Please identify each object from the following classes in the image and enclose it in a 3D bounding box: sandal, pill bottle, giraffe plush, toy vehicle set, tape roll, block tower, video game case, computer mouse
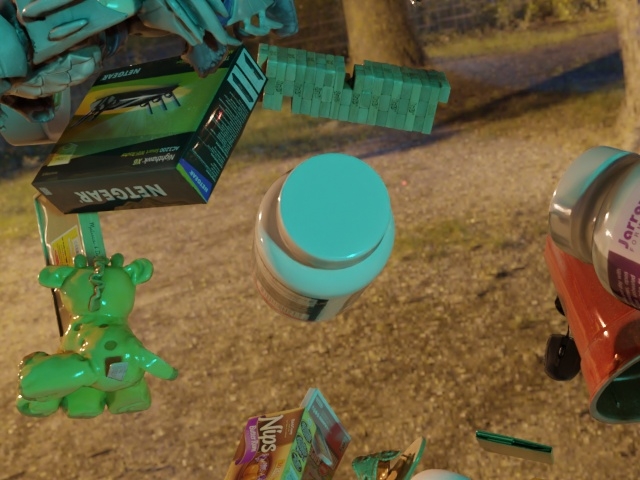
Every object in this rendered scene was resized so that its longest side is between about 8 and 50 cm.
[{"bbox_3d":[0.080,0.385,1.378,0.079,0.240,0.088,28,37,-1],"label":"sandal"},{"bbox_3d":[0.000,0.000,1.119,0.176,0.176,0.318,-14,-12,-10],"label":"pill bottle"},{"bbox_3d":[-0.277,0.108,1.043,0.181,0.170,0.210,10,-33,-35],"label":"giraffe plush"},{"bbox_3d":[-0.416,0.025,1.442,0.035,0.267,0.166,-6,-10,-41],"label":"toy vehicle set"},{"bbox_3d":[-0.471,-0.265,1.387,0.072,0.219,0.219,-3,16,0],"label":"tape roll"},{"bbox_3d":[0.052,-0.266,1.508,0.335,0.097,0.091,6,31,-5],"label":"block tower"},{"bbox_3d":[-0.005,0.401,1.710,0.011,0.122,0.087,-25,61,1],"label":"video game case"},{"bbox_3d":[0.429,0.166,1.488,0.071,0.242,0.041,17,44,24],"label":"computer mouse"},{"bbox_3d":[-0.036,0.489,1.834,0.025,0.204,0.285,4,49,35],"label":"video game case"},{"bbox_3d":[0.373,0.007,0.817,0.169,0.169,0.301,-20,31,-29],"label":"pill bottle"}]

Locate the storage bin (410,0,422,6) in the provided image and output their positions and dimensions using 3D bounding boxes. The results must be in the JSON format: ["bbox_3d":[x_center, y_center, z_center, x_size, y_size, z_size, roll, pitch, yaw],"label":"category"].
[{"bbox_3d":[0.144,-0.418,1.245,0.091,0.098,0.135,-28,55,2],"label":"storage bin"}]

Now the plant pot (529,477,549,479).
[{"bbox_3d":[0.477,0.605,1.723,0.212,0.212,0.187,-2,38,45],"label":"plant pot"}]

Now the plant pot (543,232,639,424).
[{"bbox_3d":[0.466,0.084,1.240,0.272,0.272,0.265,-13,53,-5],"label":"plant pot"}]

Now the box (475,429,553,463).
[{"bbox_3d":[0.440,0.467,1.920,0.164,0.021,0.201,8,-19,19],"label":"box"}]

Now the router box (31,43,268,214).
[{"bbox_3d":[-0.257,-0.163,1.282,0.309,0.081,0.243,-3,52,34],"label":"router box"}]

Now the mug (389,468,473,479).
[{"bbox_3d":[0.218,0.579,1.550,0.328,0.374,0.276,24,29,25],"label":"mug"}]

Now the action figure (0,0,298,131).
[{"bbox_3d":[-0.120,-0.127,0.499,0.185,0.099,0.285,-2,26,26],"label":"action figure"}]

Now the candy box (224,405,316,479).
[{"bbox_3d":[-0.080,0.348,1.353,0.109,0.053,0.186,-16,25,21],"label":"candy box"}]
